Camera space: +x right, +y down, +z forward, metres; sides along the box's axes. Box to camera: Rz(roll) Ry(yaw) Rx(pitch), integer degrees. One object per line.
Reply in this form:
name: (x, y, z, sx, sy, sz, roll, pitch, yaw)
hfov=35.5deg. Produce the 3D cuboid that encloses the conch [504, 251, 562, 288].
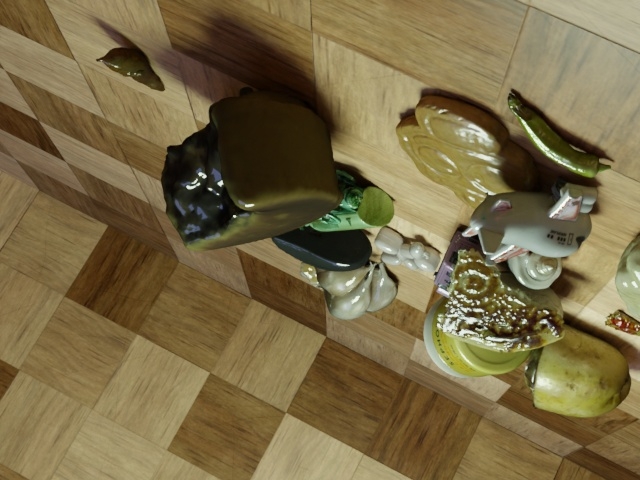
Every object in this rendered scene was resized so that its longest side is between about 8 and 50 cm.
conch: (0.428, 0.038, 2.049, 0.104, 0.094, 0.176, 19, -166, -16)

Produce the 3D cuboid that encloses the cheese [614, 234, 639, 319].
cheese: (0.668, 0.098, 1.720, 0.326, 0.115, 0.318, 12, 157, 42)

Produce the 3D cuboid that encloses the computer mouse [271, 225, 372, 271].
computer mouse: (0.000, 0.000, 2.512, 0.270, 0.137, 0.086, 25, 155, 10)

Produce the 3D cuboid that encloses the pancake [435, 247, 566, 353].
pancake: (0.360, 0.122, 2.086, 0.266, 0.244, 0.057, -15, -171, 23)

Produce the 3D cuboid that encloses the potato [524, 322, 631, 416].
potato: (0.609, 0.315, 2.341, 0.243, 0.242, 0.285, 21, 159, 26)

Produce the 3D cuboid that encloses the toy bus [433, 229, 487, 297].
toy bus: (0.311, 0.057, 2.207, 0.096, 0.108, 0.199, 27, 164, 8)

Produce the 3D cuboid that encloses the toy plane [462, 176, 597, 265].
toy plane: (0.365, -0.026, 1.729, 0.252, 0.118, 0.252, -10, 155, -5)

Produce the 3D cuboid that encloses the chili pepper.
chili pepper: (0.362, -0.157, 1.576, 0.208, 0.043, 0.049, 33, 177, -12)

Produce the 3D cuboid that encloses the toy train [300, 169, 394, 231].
toy train: (0.030, -0.067, 2.271, 0.189, 0.126, 0.307, 35, 163, -22)

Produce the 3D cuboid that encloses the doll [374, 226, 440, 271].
doll: (0.210, 0.030, 2.389, 0.160, 0.059, 0.161, 23, 163, 21)

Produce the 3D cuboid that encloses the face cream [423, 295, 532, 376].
face cream: (0.378, 0.215, 2.382, 0.218, 0.218, 0.179, 31, 163, -8)

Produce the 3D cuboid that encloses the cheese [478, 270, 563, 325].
cheese: (0.429, 0.149, 2.206, 0.198, 0.154, 0.189, 19, 160, 11)

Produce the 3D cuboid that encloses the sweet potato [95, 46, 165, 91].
sweet potato: (-0.397, -0.377, 2.177, 0.068, 0.068, 0.226, 20, 180, 30)

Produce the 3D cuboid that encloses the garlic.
garlic: (0.090, 0.101, 2.737, 0.292, 0.210, 0.237, 16, 126, 52)

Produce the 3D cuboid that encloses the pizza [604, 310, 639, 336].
pizza: (0.651, 0.186, 2.172, 0.100, 0.029, 0.099, 34, 165, -17)

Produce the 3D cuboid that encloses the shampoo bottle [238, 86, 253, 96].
shampoo bottle: (-0.142, -0.259, 2.095, 0.064, 0.057, 0.207, 25, 165, 10)

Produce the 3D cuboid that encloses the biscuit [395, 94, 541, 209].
biscuit: (0.261, -0.138, 1.800, 0.269, 0.051, 0.376, 22, 164, 27)

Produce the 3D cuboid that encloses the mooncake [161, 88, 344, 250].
mooncake: (-0.163, -0.129, 1.992, 0.394, 0.246, 0.393, -15, 166, 21)
